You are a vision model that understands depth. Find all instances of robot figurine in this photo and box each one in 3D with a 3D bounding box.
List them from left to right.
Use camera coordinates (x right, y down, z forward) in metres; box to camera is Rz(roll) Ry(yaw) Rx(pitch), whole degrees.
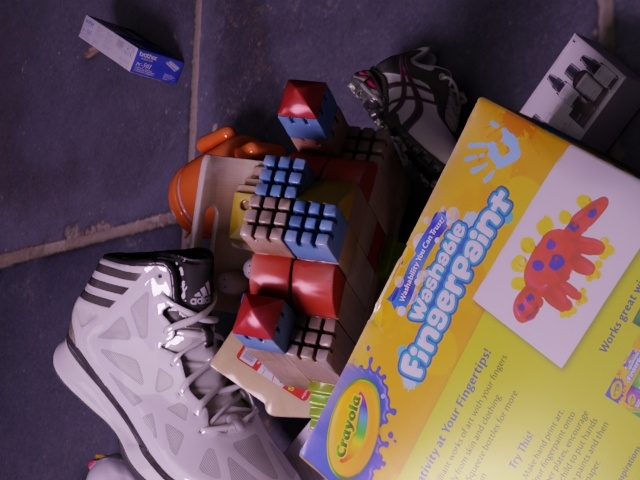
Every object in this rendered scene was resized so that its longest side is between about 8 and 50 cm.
[{"bbox_3d":[-0.141,-0.076,1.728,0.219,0.158,0.128,-24,19,42],"label":"robot figurine"}]

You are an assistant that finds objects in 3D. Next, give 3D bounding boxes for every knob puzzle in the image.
[{"bbox_3d":[-0.010,0.138,1.451,0.213,0.030,0.213,-1,75,2],"label":"knob puzzle"}]

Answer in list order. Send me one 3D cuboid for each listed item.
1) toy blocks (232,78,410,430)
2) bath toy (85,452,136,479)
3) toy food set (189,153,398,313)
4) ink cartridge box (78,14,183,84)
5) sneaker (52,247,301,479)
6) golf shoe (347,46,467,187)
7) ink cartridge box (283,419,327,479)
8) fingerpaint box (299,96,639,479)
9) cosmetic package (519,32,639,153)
[{"bbox_3d":[0.000,0.000,1.315,0.191,0.261,0.381,8,69,20],"label":"toy blocks"},{"bbox_3d":[-0.396,0.462,1.892,0.348,0.151,0.129,-51,13,27],"label":"bath toy"},{"bbox_3d":[-0.038,0.007,1.549,0.306,0.092,0.219,9,93,25],"label":"toy food set"},{"bbox_3d":[-0.333,-0.335,2.025,0.207,0.097,0.046,36,108,45],"label":"ink cartridge box"},{"bbox_3d":[-0.171,0.166,1.501,0.448,0.169,0.257,36,119,29],"label":"sneaker"},{"bbox_3d":[0.131,-0.159,1.442,0.120,0.105,0.273,-34,43,3],"label":"golf shoe"},{"bbox_3d":[0.054,0.281,1.475,0.371,0.069,0.175,-51,49,24],"label":"ink cartridge box"},{"bbox_3d":[0.237,0.135,1.187,0.371,0.163,0.444,34,104,35],"label":"fingerpaint box"},{"bbox_3d":[0.266,-0.110,1.336,0.239,0.060,0.099,-57,44,23],"label":"cosmetic package"}]
